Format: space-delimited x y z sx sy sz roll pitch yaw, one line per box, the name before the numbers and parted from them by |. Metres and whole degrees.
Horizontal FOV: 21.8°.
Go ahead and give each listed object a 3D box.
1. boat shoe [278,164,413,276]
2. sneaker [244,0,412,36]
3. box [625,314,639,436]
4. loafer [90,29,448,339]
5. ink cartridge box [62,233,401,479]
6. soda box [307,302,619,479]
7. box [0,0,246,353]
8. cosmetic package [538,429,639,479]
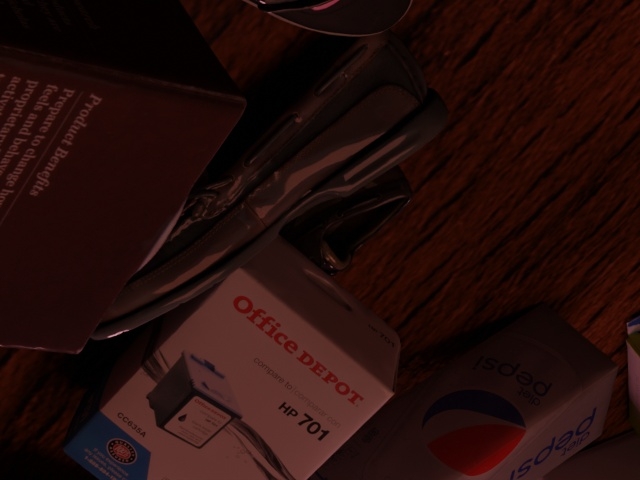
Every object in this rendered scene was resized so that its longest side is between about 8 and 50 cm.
boat shoe | 0.000 0.000 1.135 0.152 0.049 0.056 -46 144 19
sneaker | -0.009 -0.153 0.866 0.104 0.147 0.296 -41 145 8
box | 0.336 0.112 1.529 0.109 0.042 0.178 -27 145 -8
loafer | -0.051 -0.041 1.037 0.267 0.096 0.084 -33 108 -4
ink cartridge box | -0.059 0.103 1.119 0.139 0.082 0.191 39 113 -11
soda box | 0.104 0.170 1.328 0.286 0.091 0.098 -30 145 -27
box | -0.246 -0.068 0.797 0.381 0.143 0.191 11 125 -42
cosmetic package | 0.367 0.422 1.564 0.161 0.453 0.230 -18 142 -19
